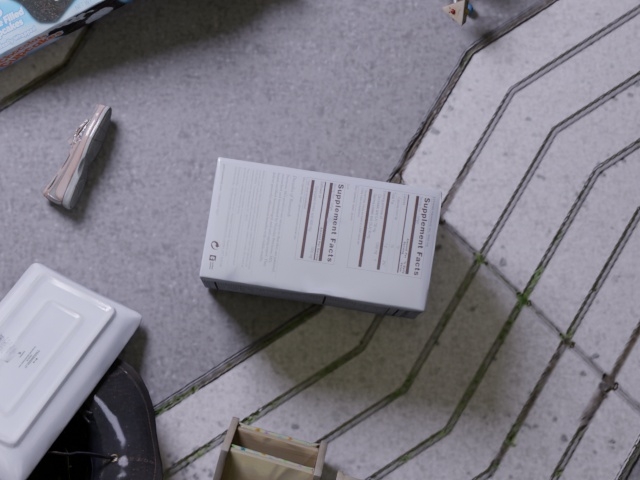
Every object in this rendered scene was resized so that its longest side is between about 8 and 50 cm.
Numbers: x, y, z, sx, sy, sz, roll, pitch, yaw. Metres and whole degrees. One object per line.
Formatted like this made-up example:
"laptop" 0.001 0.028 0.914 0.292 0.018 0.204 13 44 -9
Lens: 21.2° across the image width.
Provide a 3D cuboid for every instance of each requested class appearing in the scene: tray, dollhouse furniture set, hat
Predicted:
"tray" -0.311 0.130 1.817 0.145 0.030 0.270 25 47 9
"dollhouse furniture set" -0.034 0.302 1.871 0.181 0.101 0.161 16 108 0
"hat" -0.324 0.253 1.812 0.331 0.134 0.331 9 47 -10

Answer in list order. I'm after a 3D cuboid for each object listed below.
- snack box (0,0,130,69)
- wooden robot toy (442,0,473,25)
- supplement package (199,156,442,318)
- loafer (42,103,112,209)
"snack box" -0.314 -0.321 1.900 0.322 0.060 0.187 -26 84 12
"wooden robot toy" 0.142 -0.330 1.945 0.079 0.076 0.173 8 83 11
"supplement package" 0.000 0.000 1.866 0.244 0.139 0.134 9 84 -1
"loafer" -0.274 -0.099 1.922 0.039 0.045 0.125 21 86 8
